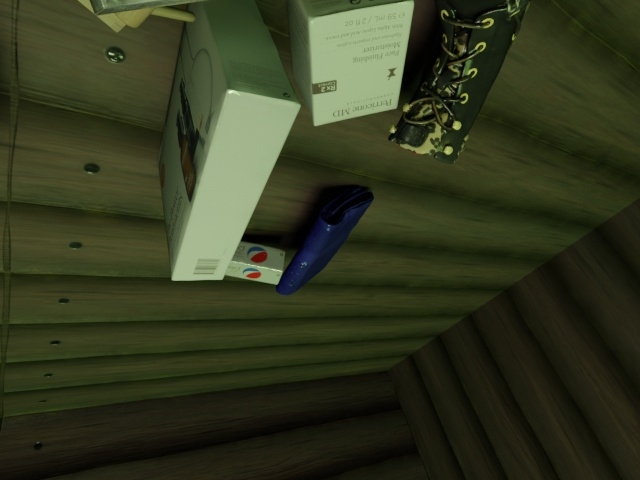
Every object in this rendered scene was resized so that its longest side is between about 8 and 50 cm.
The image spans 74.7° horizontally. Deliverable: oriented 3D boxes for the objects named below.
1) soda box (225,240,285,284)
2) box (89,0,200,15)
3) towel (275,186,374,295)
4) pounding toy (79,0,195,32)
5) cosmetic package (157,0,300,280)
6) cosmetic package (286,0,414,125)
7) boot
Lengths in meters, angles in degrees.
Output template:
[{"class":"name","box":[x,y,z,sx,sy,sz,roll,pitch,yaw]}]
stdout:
[{"class":"soda box","box":[-0.205,0.049,1.084,0.216,0.073,0.069,12,139,-11]},{"class":"box","box":[-0.120,-0.326,0.386,0.231,0.056,0.182,-25,121,-24]},{"class":"towel","box":[0.000,0.000,1.110,0.228,0.076,0.308,-34,163,-48]},{"class":"pounding toy","box":[-0.243,-0.299,0.483,0.094,0.205,0.181,-31,146,18]},{"class":"cosmetic package","box":[-0.175,-0.155,0.661,0.098,0.284,0.377,3,141,-29]},{"class":"cosmetic package","box":[0.038,-0.311,0.662,0.152,0.151,0.183,-14,147,-7]},{"class":"boot","box":[0.202,-0.268,0.638,0.377,0.138,0.283,-28,143,-66]}]
